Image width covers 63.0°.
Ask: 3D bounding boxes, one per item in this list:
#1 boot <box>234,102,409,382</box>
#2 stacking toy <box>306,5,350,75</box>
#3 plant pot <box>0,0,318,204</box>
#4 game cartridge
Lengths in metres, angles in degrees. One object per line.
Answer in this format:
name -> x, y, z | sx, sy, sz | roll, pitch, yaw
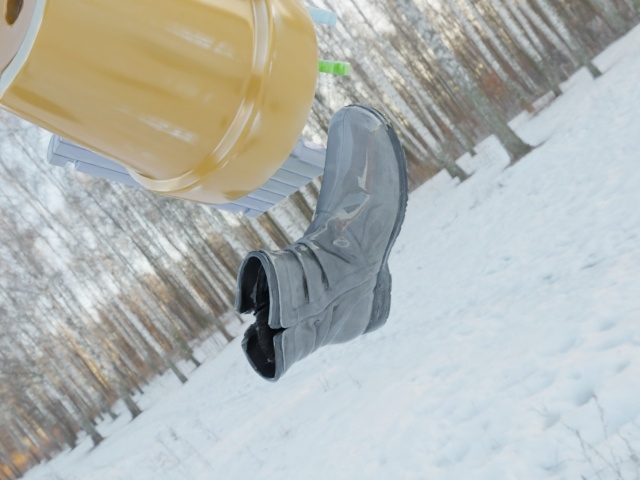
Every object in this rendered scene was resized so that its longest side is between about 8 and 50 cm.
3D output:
boot -> 0.000, 0.000, 0.657 | 0.118, 0.338, 0.223 | 9, 17, 44
stacking toy -> -0.037, -0.320, 0.722 | 0.221, 0.052, 0.167 | -3, -59, -26
plant pot -> -0.138, -0.141, 0.390 | 0.205, 0.205, 0.188 | -36, -25, 28
game cartridge -> -0.191, -0.134, 0.784 | 0.355, 0.068, 0.230 | 15, -32, -35
